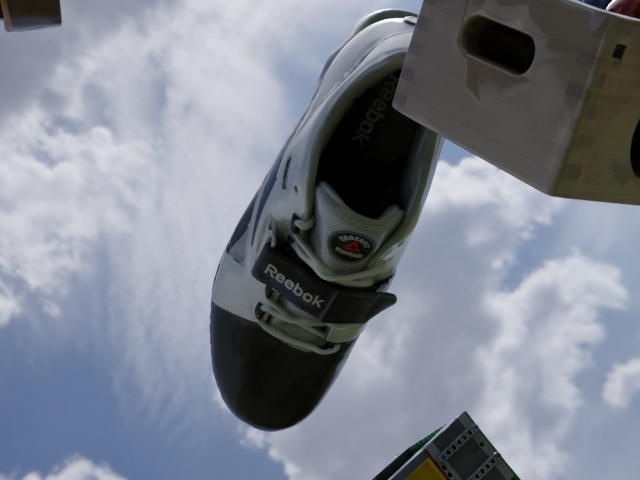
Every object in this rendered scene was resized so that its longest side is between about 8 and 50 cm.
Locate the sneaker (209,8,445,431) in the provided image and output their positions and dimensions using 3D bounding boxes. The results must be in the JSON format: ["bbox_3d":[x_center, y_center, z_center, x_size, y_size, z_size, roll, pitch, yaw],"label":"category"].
[{"bbox_3d":[0.000,0.000,0.756,0.123,0.146,0.330,19,-75,-5],"label":"sneaker"}]

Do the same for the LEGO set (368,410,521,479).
[{"bbox_3d":[0.045,0.284,0.750,0.192,0.331,0.255,-34,-90,-37],"label":"LEGO set"}]

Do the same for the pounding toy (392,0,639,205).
[{"bbox_3d":[0.177,-0.069,0.535,0.206,0.181,0.094,3,-68,-34],"label":"pounding toy"}]

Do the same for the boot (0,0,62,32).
[{"bbox_3d":[-0.204,-0.201,0.519,0.115,0.305,0.112,-11,-44,-13],"label":"boot"}]
